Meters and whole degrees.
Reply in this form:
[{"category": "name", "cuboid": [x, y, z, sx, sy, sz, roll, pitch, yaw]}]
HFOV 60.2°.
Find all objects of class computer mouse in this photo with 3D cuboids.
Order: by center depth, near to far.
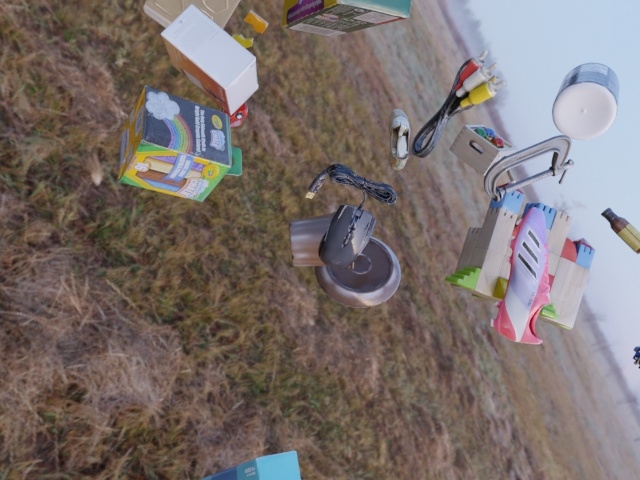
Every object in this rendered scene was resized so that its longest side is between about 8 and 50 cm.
[{"category": "computer mouse", "cuboid": [0.036, -0.042, 1.245, 0.184, 0.262, 0.060, 28, 32, -7]}]

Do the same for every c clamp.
[{"category": "c clamp", "cuboid": [0.317, -0.100, 0.835, 0.137, 0.160, 0.022, 81, -12, -59]}]

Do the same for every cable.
[{"category": "cable", "cuboid": [0.300, -0.322, 1.294, 0.072, 0.287, 0.139, 14, 50, -40]}]

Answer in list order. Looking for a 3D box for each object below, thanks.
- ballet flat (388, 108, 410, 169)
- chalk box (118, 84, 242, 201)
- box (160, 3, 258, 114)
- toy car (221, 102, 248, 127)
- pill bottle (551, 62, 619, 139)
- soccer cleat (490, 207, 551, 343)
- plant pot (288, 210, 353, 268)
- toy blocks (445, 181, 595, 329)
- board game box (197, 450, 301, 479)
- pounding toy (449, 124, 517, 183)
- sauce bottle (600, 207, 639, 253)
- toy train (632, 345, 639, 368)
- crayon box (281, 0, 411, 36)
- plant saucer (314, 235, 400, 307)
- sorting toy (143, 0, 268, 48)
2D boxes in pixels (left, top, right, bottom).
[{"category": "ballet flat", "cuboid": [0.247, -0.318, 1.692, 0.067, 0.073, 0.206, 130, -38, -72]}, {"category": "chalk box", "cuboid": [-0.338, -0.227, 1.401, 0.289, 0.179, 0.180, 15, 54, -33]}, {"category": "box", "cuboid": [-0.219, -0.361, 1.117, 0.170, 0.091, 0.130, 41, -11, 4]}, {"category": "toy car", "cuboid": [-0.350, -0.353, 1.691, 0.225, 0.239, 0.053, 34, -10, 33]}, {"category": "pill bottle", "cuboid": [0.615, -0.332, 1.272, 0.130, 0.130, 0.246, 58, 39, -12]}, {"category": "soccer cleat", "cuboid": [0.385, 0.066, 1.009, 0.083, 0.095, 0.248, 3, 102, -56]}, {"category": "plant pot", "cuboid": [0.000, 0.000, 1.498, 0.167, 0.165, 0.167, 176, -90, -89]}, {"category": "toy blocks", "cuboid": [0.483, 0.031, 1.282, 0.381, 0.261, 0.191, 21, -5, -19]}, {"category": "board game box", "cuboid": [-0.101, 0.542, 0.895, 0.079, 0.254, 0.336, 4, 61, -35]}, {"category": "pounding toy", "cuboid": [0.500, -0.248, 1.562, 0.181, 0.094, 0.206, 44, 34, 24]}, {"category": "sauce bottle", "cuboid": [0.730, -0.026, 1.324, 0.128, 0.042, 0.042, 56, 14, 22]}, {"category": "toy train", "cuboid": [0.613, 0.170, 1.013, 0.027, 0.158, 0.036, -10, 34, -32]}, {"category": "crayon box", "cuboid": [0.042, -0.471, 0.782, 0.363, 0.106, 0.313, -131, -132, -68]}, {"category": "plant saucer", "cuboid": [0.135, 0.091, 1.956, 0.050, 0.310, 0.311, 99, -21, -55]}, {"category": "sorting toy", "cuboid": [-0.311, -0.641, 1.536, 0.307, 0.229, 0.041, 33, 35, -18]}]
